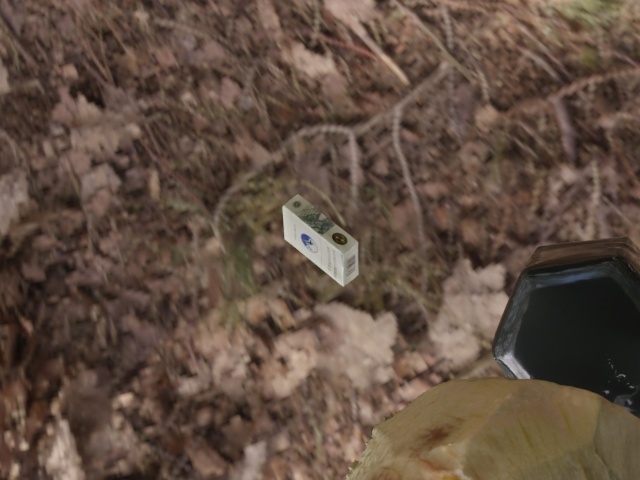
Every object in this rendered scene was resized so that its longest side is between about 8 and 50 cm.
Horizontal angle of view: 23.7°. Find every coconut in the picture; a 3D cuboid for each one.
[{"bbox_3d":[0.181,0.320,1.419,0.345,0.415,0.415,-8,118,-21],"label":"coconut"}]

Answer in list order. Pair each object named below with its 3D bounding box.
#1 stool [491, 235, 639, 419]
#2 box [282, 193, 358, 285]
[{"bbox_3d":[0.329,0.109,1.853,0.232,0.141,0.232,4,106,15],"label":"stool"},{"bbox_3d":[0.000,0.000,1.452,0.024,0.083,0.054,-39,151,-23],"label":"box"}]
